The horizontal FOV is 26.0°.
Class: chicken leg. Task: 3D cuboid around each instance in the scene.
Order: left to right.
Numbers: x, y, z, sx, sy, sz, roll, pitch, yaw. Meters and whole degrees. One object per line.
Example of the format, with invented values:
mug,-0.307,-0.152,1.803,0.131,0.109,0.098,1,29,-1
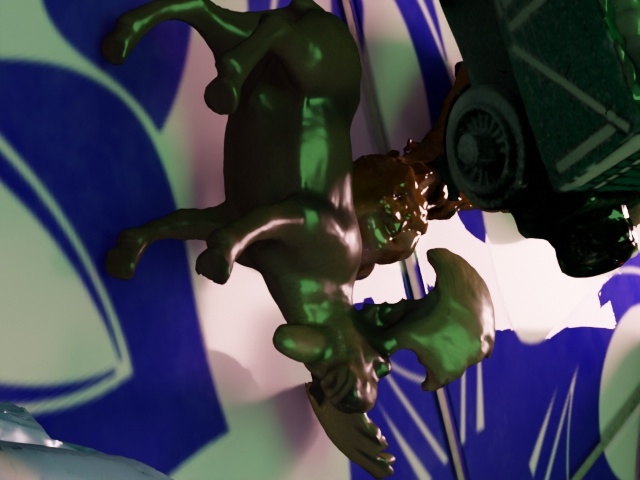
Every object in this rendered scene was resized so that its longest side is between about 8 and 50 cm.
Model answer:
chicken leg,0.082,-0.045,0.752,0.251,0.087,0.107,-32,100,-48

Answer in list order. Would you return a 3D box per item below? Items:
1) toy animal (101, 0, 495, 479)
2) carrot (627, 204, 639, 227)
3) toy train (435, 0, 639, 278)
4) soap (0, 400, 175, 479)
toy animal,0.000,0.000,0.603,0.186,0.094,0.214,7,82,-54
carrot,0.148,-0.142,0.884,0.078,0.078,0.298,-44,117,-51
toy train,0.106,-0.119,0.656,0.115,0.154,0.269,-2,67,-30
soap,-0.109,0.188,0.420,0.156,0.077,0.293,25,65,-53
